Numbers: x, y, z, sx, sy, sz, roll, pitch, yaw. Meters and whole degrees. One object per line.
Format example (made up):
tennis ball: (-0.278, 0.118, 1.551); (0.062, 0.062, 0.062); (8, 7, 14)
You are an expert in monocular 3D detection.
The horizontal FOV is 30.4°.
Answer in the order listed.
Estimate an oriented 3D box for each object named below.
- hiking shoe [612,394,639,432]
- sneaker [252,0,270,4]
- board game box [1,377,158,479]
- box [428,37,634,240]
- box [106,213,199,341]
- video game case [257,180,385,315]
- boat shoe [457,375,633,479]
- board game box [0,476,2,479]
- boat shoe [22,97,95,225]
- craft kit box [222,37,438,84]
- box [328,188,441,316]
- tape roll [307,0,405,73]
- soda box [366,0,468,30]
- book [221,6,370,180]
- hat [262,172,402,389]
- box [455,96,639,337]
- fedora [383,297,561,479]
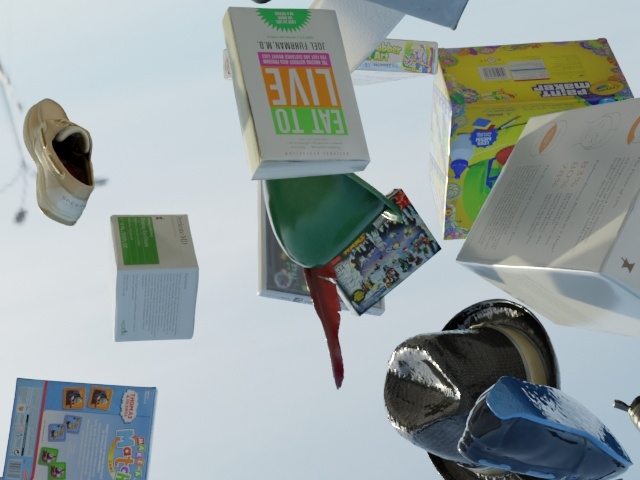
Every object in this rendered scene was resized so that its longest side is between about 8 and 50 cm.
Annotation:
hiking shoe: (0.459, 0.190, 1.373); (0.227, 0.086, 0.114); (-2, -153, -25)
sneaker: (-0.065, -0.449, 1.812); (0.086, 0.228, 0.132); (-9, 160, 24)
board game box: (-0.356, 0.292, 1.756); (0.211, 0.160, 0.039); (4, 161, 0)
box: (0.339, -0.167, 1.962); (0.290, 0.279, 0.177); (-4, -138, -2)
box: (-0.180, 0.039, 1.255); (0.087, 0.102, 0.101); (0, -144, -15)
video game case: (0.000, 0.000, 1.548); (0.173, 0.022, 0.190); (10, -123, -20)
boat shoe: (0.218, 0.198, 1.174); (0.089, 0.258, 0.109); (-50, -138, 14)
board game box: (-0.516, 0.563, 1.970); (0.233, 0.347, 0.078); (8, -161, -30)
boat shoe: (-0.254, -0.090, 1.178); (0.059, 0.063, 0.170); (-44, -134, 24)
craft kit box: (0.011, -0.276, 1.811); (0.250, 0.061, 0.247); (-2, 180, -28)
box: (0.069, 0.014, 1.421); (0.137, 0.094, 0.027); (-39, -166, -15)
tape roll: (0.107, -0.329, 1.163); (0.392, 0.072, 0.392); (-51, -171, 11)
soda box: (0.074, -0.256, 0.573); (0.098, 0.286, 0.091); (16, -146, -11)
book: (-0.020, -0.121, 0.952); (0.096, 0.144, 0.035); (-4, 157, -22)
hat: (-0.032, 0.008, 1.160); (0.208, 0.183, 0.173); (33, 178, 17)
box: (0.330, -0.022, 1.312); (0.215, 0.168, 0.345); (-61, -165, -7)
fedora: (0.196, 0.225, 1.716); (0.152, 0.334, 0.334); (10, -169, -27)
